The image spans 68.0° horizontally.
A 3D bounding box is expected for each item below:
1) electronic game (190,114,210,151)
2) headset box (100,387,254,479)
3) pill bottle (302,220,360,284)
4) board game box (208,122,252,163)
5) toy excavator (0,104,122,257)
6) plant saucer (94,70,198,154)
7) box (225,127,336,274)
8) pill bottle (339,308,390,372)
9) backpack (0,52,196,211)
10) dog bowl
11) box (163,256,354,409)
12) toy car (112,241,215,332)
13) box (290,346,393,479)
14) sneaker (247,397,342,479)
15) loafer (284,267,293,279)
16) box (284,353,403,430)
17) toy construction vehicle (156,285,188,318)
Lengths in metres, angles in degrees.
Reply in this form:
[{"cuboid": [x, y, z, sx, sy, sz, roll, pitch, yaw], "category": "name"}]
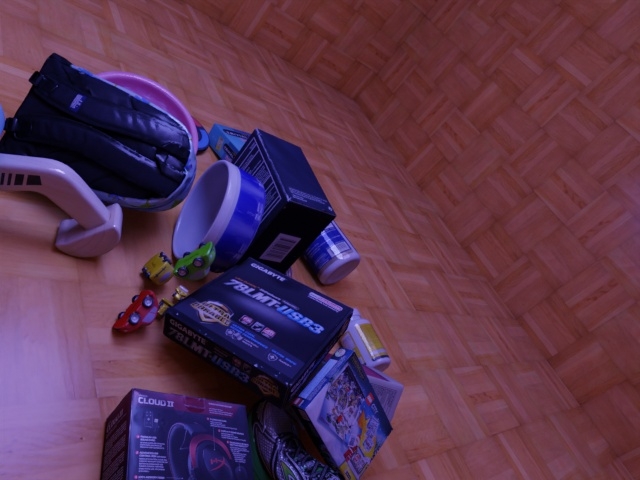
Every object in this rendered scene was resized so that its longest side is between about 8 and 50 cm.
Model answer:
[{"cuboid": [-0.469, -0.377, 1.570, 0.229, 0.048, 0.229, 32, 29, -21], "category": "electronic game"}, {"cuboid": [-0.222, 0.377, 0.752, 0.218, 0.110, 0.293, 23, 33, -35], "category": "headset box"}, {"cuboid": [0.000, 0.000, 1.553, 0.153, 0.153, 0.265, -1, 51, -54], "category": "pill bottle"}, {"cuboid": [-0.213, -0.268, 1.676, 0.254, 0.079, 0.336, 4, 38, -52], "category": "board game box"}, {"cuboid": [-0.597, -0.138, 0.820, 0.445, 0.433, 0.222, 0, 43, -16], "category": "toy excavator"}, {"cuboid": [-0.502, -0.298, 1.289, 0.332, 0.084, 0.332, 19, 55, -30], "category": "plant saucer"}, {"cuboid": [-0.150, -0.091, 1.319, 0.182, 0.296, 0.294, 15, 39, -43], "category": "box"}, {"cuboid": [0.114, 0.289, 1.347, 0.103, 0.103, 0.184, 12, 41, -46], "category": "pill bottle"}, {"cuboid": [-0.456, -0.204, 1.069, 0.355, 0.273, 0.290, 15, 74, 1], "category": "backpack"}, {"cuboid": [-0.252, -0.057, 1.167, 0.104, 0.265, 0.265, 27, 31, -33], "category": "dog bowl"}, {"cuboid": [-0.119, 0.171, 1.005, 0.295, 0.073, 0.293, 26, 32, 18], "category": "box"}, {"cuboid": [-0.299, 0.078, 0.978, 0.053, 0.225, 0.239, 52, 20, -29], "category": "toy car"}, {"cuboid": [0.051, 0.357, 0.957, 0.159, 0.044, 0.233, -42, 118, -35], "category": "box"}, {"cuboid": [-0.024, 0.444, 0.889, 0.134, 0.146, 0.343, 1, 48, -53], "category": "sneaker"}, {"cuboid": [-0.106, 0.103, 1.384, 0.039, 0.045, 0.125, 13, 42, -35], "category": "loafer"}, {"cuboid": [0.048, 0.351, 1.078, 0.232, 0.149, 0.127, 26, -5, -32], "category": "box"}, {"cuboid": [-0.312, 0.152, 1.045, 0.086, 0.035, 0.098, 37, 36, -11], "category": "toy construction vehicle"}]
